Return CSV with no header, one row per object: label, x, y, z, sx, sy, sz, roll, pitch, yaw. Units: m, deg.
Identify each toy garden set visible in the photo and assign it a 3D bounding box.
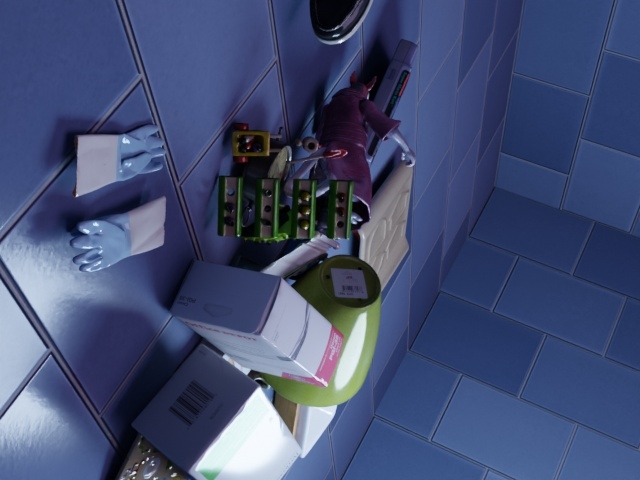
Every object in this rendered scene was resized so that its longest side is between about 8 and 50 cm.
toy garden set,-0.058,-0.102,1.556,0.049,0.244,0.204,-128,-140,-74

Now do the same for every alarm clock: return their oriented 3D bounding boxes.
alarm clock,-0.112,-0.112,1.635,0.129,0.064,0.192,80,29,-67

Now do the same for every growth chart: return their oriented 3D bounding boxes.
growth chart,-0.073,0.053,1.765,0.237,0.021,0.172,-30,163,2

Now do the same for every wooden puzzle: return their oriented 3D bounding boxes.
wooden puzzle,0.166,-0.019,2.521,0.322,0.080,0.348,-54,152,-38

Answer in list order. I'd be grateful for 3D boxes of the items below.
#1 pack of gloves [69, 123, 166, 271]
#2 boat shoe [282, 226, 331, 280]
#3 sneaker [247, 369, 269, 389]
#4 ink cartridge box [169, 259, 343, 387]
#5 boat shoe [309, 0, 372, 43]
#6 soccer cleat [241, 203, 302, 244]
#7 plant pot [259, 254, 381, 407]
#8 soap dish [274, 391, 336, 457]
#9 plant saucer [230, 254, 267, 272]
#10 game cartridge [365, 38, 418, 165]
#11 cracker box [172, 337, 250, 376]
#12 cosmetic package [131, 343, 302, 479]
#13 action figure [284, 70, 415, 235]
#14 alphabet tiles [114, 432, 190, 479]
pack of gloves,-0.298,-0.066,1.251,0.232,0.046,0.195,-30,126,-66
boat shoe,0.000,0.000,2.019,0.258,0.109,0.089,-55,154,-29
sneaker,-0.182,0.331,1.902,0.188,0.071,0.066,-33,140,-52
ink cartridge box,-0.110,0.157,1.620,0.283,0.207,0.117,49,57,-53
boat shoe,0.050,-0.523,1.550,0.340,0.127,0.113,-68,160,-6
soccer cleat,-0.089,-0.032,1.677,0.060,0.178,0.072,11,77,-42
plant pot,0.021,0.171,1.886,0.275,0.274,0.294,-51,172,-41
soap dish,-0.037,0.420,2.362,0.229,0.118,0.291,-45,151,-50
plant saucer,-0.150,0.073,1.823,0.067,0.018,0.192,-67,162,-3
game cartridge,0.138,-0.282,2.082,0.230,0.068,0.355,128,-14,-84
cracker box,-0.207,0.256,1.789,0.232,0.067,0.156,-51,155,-39
cosmetic package,-0.181,0.371,1.640,0.197,0.155,0.366,-51,151,-17
action figure,0.032,-0.197,1.805,0.275,0.248,0.370,29,64,-46
alphabet tiles,-0.308,0.456,1.699,0.285,0.011,0.343,11,109,-62
